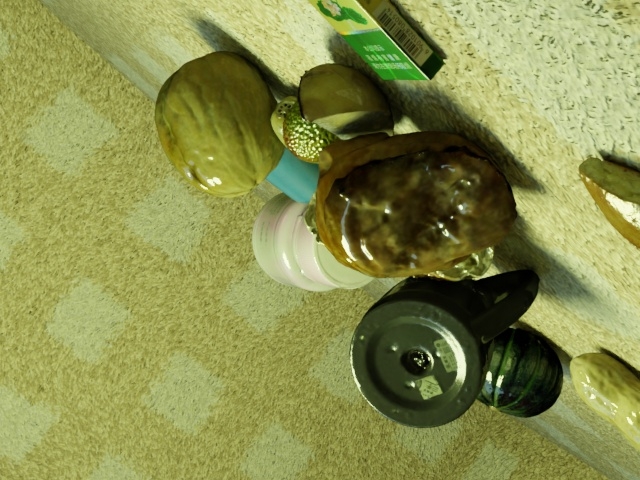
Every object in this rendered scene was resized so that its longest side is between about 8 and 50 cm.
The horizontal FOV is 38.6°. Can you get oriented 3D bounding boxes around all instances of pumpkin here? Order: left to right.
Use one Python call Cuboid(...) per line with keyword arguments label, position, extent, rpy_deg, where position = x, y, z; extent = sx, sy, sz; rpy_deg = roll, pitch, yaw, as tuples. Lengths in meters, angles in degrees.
Cuboid(label="pumpkin", position=(0.433, 0.294, 2.090), extent=(0.249, 0.216, 0.250), rpy_deg=(12, 146, 8))

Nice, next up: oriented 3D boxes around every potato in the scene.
Cuboid(label="potato", position=(0.054, -0.208, 1.343), extent=(0.261, 0.100, 0.120), rpy_deg=(18, -122, -68))

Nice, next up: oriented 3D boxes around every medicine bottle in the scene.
Cuboid(label="medicine bottle", position=(0.000, 0.000, 2.261), extent=(0.256, 0.256, 0.325), rpy_deg=(42, 163, -24))

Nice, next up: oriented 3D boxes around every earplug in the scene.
Cuboid(label="earplug", position=(-0.084, -0.181, 2.080), extent=(0.273, 0.132, 0.132), rpy_deg=(40, 175, -42))

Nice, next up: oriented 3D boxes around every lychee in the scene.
Cuboid(label="lychee", position=(-0.012, -0.195, 1.597), extent=(0.114, 0.114, 0.146), rpy_deg=(39, 154, 4))

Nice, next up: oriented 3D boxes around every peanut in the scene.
Cuboid(label="peanut", position=(0.575, 0.301, 1.701), extent=(0.256, 0.123, 0.123), rpy_deg=(41, 175, 20))

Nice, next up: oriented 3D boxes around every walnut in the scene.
Cuboid(label="walnut", position=(-0.185, -0.222, 1.758), extent=(0.283, 0.283, 0.227), rpy_deg=(40, 154, -6))

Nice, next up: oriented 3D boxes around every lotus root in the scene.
Cuboid(label="lotus root", position=(-0.026, -0.201, 1.720), extent=(0.077, 0.090, 0.183), rpy_deg=(40, -177, 43))

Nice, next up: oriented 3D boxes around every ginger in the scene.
Cuboid(label="ginger", position=(0.124, -0.054, 1.298), extent=(0.223, 0.269, 0.200), rpy_deg=(-102, -1, -69))

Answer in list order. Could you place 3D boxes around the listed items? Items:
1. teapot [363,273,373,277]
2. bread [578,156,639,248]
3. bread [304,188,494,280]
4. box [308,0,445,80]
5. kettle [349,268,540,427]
Cuboid(label="teapot", position=(0.109, -0.051, 1.709), extent=(0.183, 0.183, 0.251), rpy_deg=(35, 161, 32))
Cuboid(label="bread", position=(0.330, -0.040, 0.969), extent=(0.136, 0.054, 0.154), rpy_deg=(41, 172, 15))
Cuboid(label="bread", position=(0.153, -0.022, 1.502), extent=(0.314, 0.171, 0.192), rpy_deg=(13, 172, 26))
Cuboid(label="box", position=(0.033, -0.278, 1.071), extent=(0.235, 0.034, 0.132), rpy_deg=(42, 173, -23))
Cuboid(label="kettle", position=(0.236, 0.139, 1.596), extent=(0.228, 0.321, 0.324), rpy_deg=(58, -156, -3))
